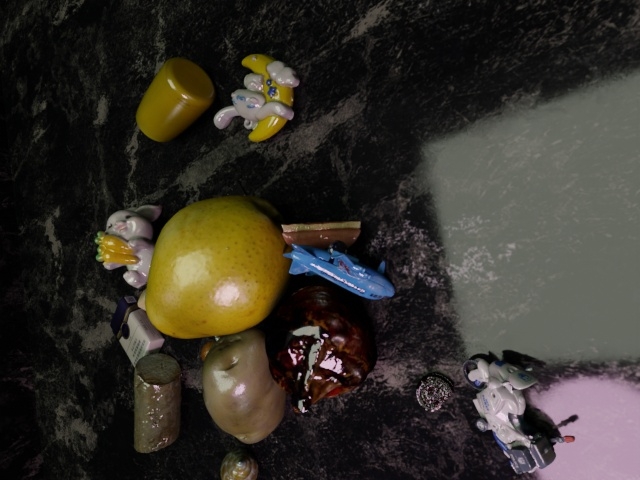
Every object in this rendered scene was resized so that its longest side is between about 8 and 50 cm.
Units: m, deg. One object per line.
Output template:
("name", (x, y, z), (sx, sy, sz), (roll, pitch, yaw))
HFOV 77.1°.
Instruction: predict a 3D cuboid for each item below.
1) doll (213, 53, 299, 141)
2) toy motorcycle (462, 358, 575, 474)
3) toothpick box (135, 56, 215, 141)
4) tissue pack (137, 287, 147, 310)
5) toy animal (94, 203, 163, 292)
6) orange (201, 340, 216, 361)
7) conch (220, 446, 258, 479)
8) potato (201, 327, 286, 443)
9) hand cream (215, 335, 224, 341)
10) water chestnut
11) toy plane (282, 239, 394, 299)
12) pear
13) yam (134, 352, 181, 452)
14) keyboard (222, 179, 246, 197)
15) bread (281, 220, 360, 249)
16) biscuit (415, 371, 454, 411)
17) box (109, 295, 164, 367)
("doll", (-0.176, -0.396, 1.125), (0.252, 0.111, 0.237), (27, 109, 23))
("toy motorcycle", (0.368, 0.326, 0.768), (0.150, 0.102, 0.221), (-47, 61, 51))
("toothpick box", (-0.485, -0.444, 1.313), (0.271, 0.175, 0.174), (-29, 75, 36))
("tissue pack", (-0.473, 0.193, 1.330), (0.222, 0.186, 0.090), (-30, 30, 34))
("toy animal", (-0.637, 0.008, 1.412), (0.183, 0.247, 0.309), (-33, 88, 15))
("orange", (-0.345, 0.366, 1.301), (0.085, 0.085, 0.084), (2, 93, 36))
("conch", (-0.254, 0.704, 1.231), (0.173, 0.106, 0.116), (-8, 68, 50))
("potato", (-0.205, 0.383, 1.086), (0.243, 0.221, 0.326), (-119, 17, -47))
("hand cream", (-0.289, 0.344, 1.263), (0.050, 0.080, 0.233), (-27, 81, 31))
("water chestnut", (-0.014, 0.251, 0.946), (0.289, 0.244, 0.288), (8, 103, 40))
("toy plane", (0.050, 0.066, 0.932), (0.254, 0.272, 0.104), (138, 146, -70))
("pear", (-0.259, 0.070, 1.057), (0.418, 0.362, 0.362), (-48, 64, 9))
("yam", (-0.578, 0.573, 1.423), (0.168, 0.168, 0.303), (8, 97, 36))
("keyboard", (-0.308, -0.110, 1.293), (0.198, 0.010, 0.063), (-39, 71, 31))
("bread", (0.000, -0.001, 1.010), (0.119, 0.193, 0.067), (93, 176, -48))
("biscuit", (0.254, 0.337, 0.888), (0.089, 0.027, 0.087), (-9, 86, 36))
("box", (-0.726, 0.360, 1.578), (0.259, 0.071, 0.168), (41, 114, 27))
